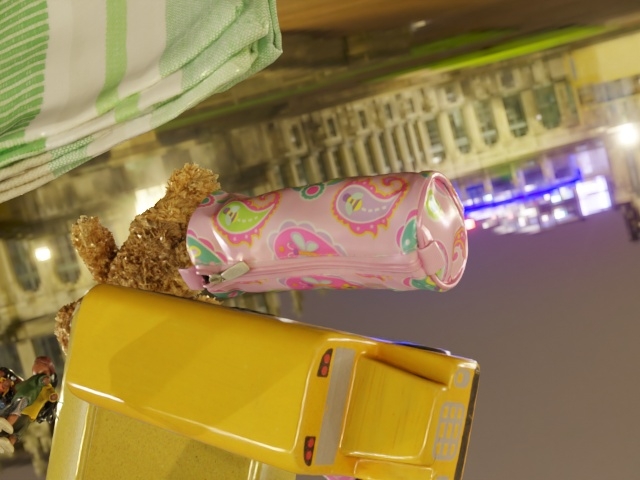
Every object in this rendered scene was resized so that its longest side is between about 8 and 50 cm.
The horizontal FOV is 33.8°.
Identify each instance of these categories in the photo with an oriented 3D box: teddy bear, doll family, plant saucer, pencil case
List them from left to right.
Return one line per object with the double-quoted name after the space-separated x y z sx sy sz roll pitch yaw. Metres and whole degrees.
-0.346 0.179 1.168 0.193 0.076 0.111 -9 -142 38 "doll family"
-0.237 0.047 1.472 0.338 0.245 0.113 -29 179 1 "teddy bear"
-0.192 0.280 1.380 0.332 0.333 0.081 11 -171 -3 "plant saucer"
0.000 0.000 1.045 0.284 0.124 0.124 -4 -170 29 "pencil case"

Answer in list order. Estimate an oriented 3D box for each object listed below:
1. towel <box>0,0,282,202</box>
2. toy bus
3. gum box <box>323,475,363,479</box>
-0.179 -0.108 0.548 0.324 0.248 0.038 -24 139 14 "towel"
-0.045 0.111 0.836 0.332 0.108 0.130 9 175 40 "toy bus"
0.001 0.194 1.196 0.107 0.188 0.062 -48 157 -11 "gum box"
